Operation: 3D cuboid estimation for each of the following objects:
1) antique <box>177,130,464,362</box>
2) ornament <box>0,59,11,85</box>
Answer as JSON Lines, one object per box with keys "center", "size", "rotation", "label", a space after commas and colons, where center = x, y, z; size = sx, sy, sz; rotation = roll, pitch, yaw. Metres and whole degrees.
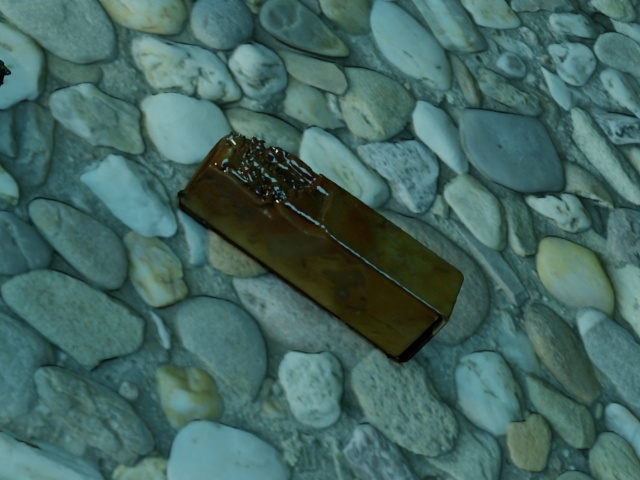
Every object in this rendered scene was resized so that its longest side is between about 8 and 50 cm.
{"center": [0.000, 0.000, 1.933], "size": [0.310, 0.093, 0.087], "rotation": [35, 40, -7], "label": "antique"}
{"center": [-0.425, -0.197, 1.771], "size": [0.251, 0.106, 0.260], "rotation": [31, 36, -17], "label": "ornament"}
